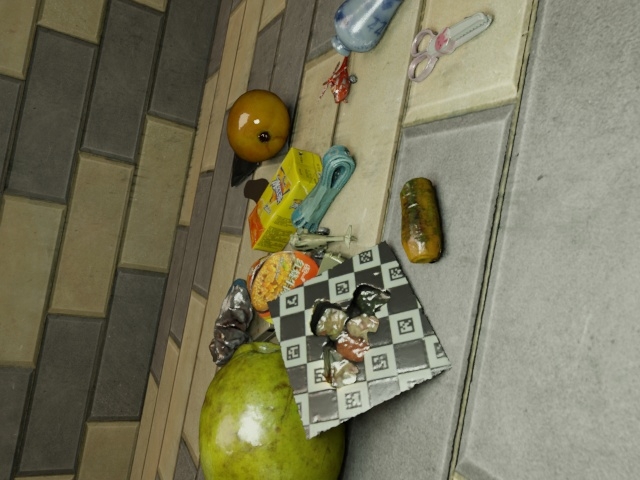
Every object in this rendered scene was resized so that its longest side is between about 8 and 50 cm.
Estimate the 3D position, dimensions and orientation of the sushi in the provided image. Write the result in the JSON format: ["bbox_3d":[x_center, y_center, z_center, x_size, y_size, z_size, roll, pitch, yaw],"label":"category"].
[{"bbox_3d":[0.073,0.204,1.016,0.320,0.068,0.339,-30,50,8],"label":"sushi"}]

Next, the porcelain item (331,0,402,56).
[{"bbox_3d":[0.131,-0.597,1.236,0.259,0.141,0.141,-37,49,39],"label":"porcelain item"}]

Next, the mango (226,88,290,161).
[{"bbox_3d":[-0.240,-0.424,1.766,0.378,0.221,0.263,-139,59,-70],"label":"mango"}]

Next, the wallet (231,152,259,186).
[{"bbox_3d":[-0.329,-0.393,2.099,0.323,0.041,0.246,-21,64,55],"label":"wallet"}]

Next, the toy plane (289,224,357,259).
[{"bbox_3d":[0.000,0.000,1.294,0.287,0.108,0.091,-3,76,48],"label":"toy plane"}]

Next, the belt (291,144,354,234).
[{"bbox_3d":[-0.001,-0.136,1.347,0.302,0.088,0.072,-57,38,35],"label":"belt"}]

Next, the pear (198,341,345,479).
[{"bbox_3d":[-0.105,0.438,1.076,0.352,0.352,0.412,-23,74,57],"label":"pear"}]

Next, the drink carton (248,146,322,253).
[{"bbox_3d":[-0.114,-0.116,1.528,0.351,0.111,0.154,-50,40,40],"label":"drink carton"}]

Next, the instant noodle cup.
[{"bbox_3d":[-0.118,0.126,1.363,0.174,0.214,0.213,-171,92,-69],"label":"instant noodle cup"}]

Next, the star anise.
[{"bbox_3d":[-0.290,0.300,1.581,0.359,0.139,0.315,-149,80,-77],"label":"star anise"}]

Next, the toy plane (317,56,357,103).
[{"bbox_3d":[0.060,-0.489,1.385,0.126,0.077,0.194,-36,42,47],"label":"toy plane"}]

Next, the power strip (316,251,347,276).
[{"bbox_3d":[0.025,0.103,1.237,0.076,0.028,0.168,29,115,16],"label":"power strip"}]

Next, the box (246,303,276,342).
[{"bbox_3d":[-0.189,0.261,1.580,0.201,0.058,0.140,-44,43,46],"label":"box"}]

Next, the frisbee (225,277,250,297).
[{"bbox_3d":[-0.353,0.292,1.880,0.290,0.049,0.289,-30,55,54],"label":"frisbee"}]

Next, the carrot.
[{"bbox_3d":[0.200,-0.038,0.953,0.082,0.082,0.173,-39,47,50],"label":"carrot"}]

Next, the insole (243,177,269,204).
[{"bbox_3d":[-0.260,-0.203,1.935,0.328,0.007,0.111,21,98,61],"label":"insole"}]

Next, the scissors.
[{"bbox_3d":[0.269,-0.425,1.016,0.242,0.031,0.118,1,82,64],"label":"scissors"}]
